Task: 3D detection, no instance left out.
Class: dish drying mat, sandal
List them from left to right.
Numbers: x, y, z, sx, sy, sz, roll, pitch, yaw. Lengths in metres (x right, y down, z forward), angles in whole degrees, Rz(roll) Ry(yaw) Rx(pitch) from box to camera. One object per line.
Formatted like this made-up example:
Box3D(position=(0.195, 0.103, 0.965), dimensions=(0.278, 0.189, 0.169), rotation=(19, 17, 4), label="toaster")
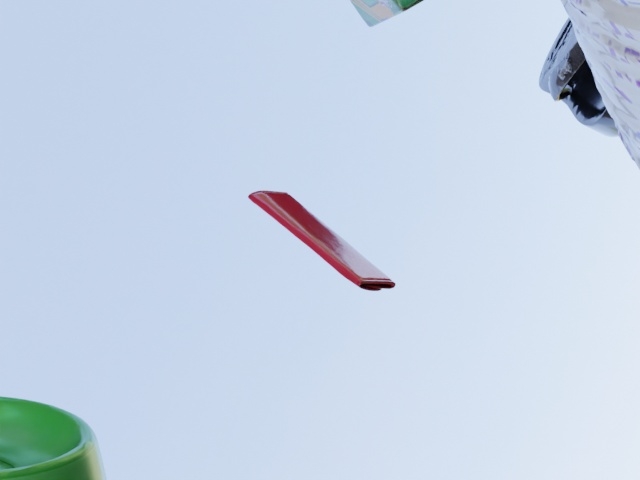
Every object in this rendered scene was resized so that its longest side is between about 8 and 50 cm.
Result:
Box3D(position=(0.000, 0.000, 0.706), dimensions=(0.032, 0.083, 0.008), rotation=(5, -61, -54), label="dish drying mat")
Box3D(position=(0.168, -0.118, 0.877), dimensions=(0.097, 0.054, 0.254), rotation=(-63, 7, 2), label="sandal")

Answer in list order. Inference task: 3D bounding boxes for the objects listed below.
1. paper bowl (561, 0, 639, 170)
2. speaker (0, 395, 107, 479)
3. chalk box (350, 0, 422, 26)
Box3D(position=(0.177, -0.131, 0.316), dimensions=(0.148, 0.284, 0.284), rotation=(59, -137, -25), label="paper bowl")
Box3D(position=(-0.157, 0.224, 0.613), dimensions=(0.131, 0.131, 0.296), rotation=(-17, -67, -64), label="speaker")
Box3D(position=(0.070, -0.259, 1.094), dimensions=(0.132, 0.132, 0.213), rotation=(57, 177, -6), label="chalk box")
